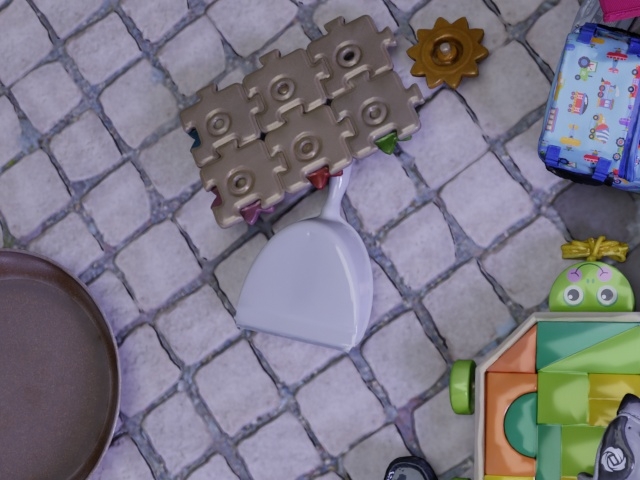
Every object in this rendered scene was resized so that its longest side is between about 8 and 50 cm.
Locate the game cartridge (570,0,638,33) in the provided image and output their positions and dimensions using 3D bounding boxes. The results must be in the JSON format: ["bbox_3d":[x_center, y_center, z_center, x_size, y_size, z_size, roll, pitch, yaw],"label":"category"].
[{"bbox_3d":[0.292,-0.228,1.404,0.056,0.017,0.083,33,93,16],"label":"game cartridge"}]

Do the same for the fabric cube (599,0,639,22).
[{"bbox_3d":[0.368,-0.369,1.194,0.259,0.254,0.258,-7,111,36],"label":"fabric cube"}]

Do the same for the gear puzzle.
[{"bbox_3d":[0.020,-0.146,1.465,0.338,0.044,0.175,-27,61,8],"label":"gear puzzle"}]

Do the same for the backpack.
[{"bbox_3d":[0.309,-0.119,1.327,0.173,0.117,0.158,19,96,14],"label":"backpack"}]

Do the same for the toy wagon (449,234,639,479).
[{"bbox_3d":[0.256,0.163,1.329,0.267,0.068,0.345,0,82,18],"label":"toy wagon"}]

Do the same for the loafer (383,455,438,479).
[{"bbox_3d":[0.087,0.324,1.354,0.076,0.078,0.223,-2,81,17],"label":"loafer"}]

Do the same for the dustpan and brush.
[{"bbox_3d":[0.000,0.000,1.450,0.147,0.060,0.211,11,92,24],"label":"dustpan and brush"}]

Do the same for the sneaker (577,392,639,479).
[{"bbox_3d":[0.329,0.179,1.224,0.228,0.086,0.132,-33,72,9],"label":"sneaker"}]

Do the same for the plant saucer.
[{"bbox_3d":[-0.353,0.165,1.536,0.310,0.050,0.311,-3,81,18],"label":"plant saucer"}]
